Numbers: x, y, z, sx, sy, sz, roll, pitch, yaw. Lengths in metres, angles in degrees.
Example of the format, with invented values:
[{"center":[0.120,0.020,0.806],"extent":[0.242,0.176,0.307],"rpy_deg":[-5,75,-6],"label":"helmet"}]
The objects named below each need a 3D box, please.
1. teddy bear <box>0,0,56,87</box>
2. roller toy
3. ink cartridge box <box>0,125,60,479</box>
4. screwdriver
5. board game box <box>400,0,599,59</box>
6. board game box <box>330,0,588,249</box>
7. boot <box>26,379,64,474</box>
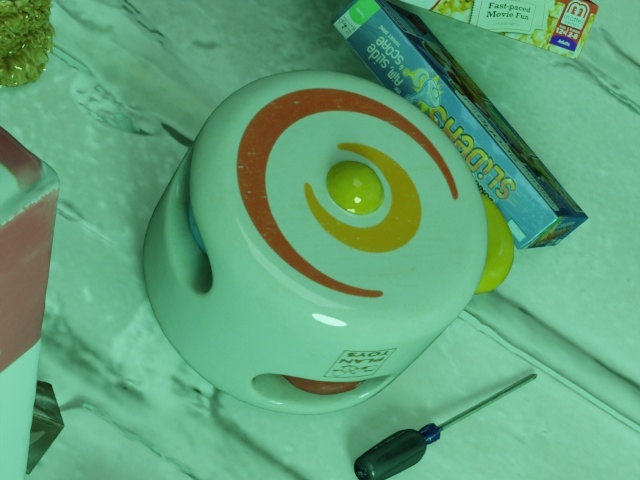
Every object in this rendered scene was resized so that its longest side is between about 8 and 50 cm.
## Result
[{"center":[-0.316,-0.152,0.887],"extent":[0.338,0.113,0.245],"rpy_deg":[5,61,-22],"label":"teddy bear"},{"center":[0.000,0.000,0.916],"extent":[0.209,0.146,0.191],"rpy_deg":[40,53,1],"label":"roller toy"},{"center":[-0.265,0.053,0.587],"extent":[0.279,0.384,0.160],"rpy_deg":[37,54,14],"label":"ink cartridge box"},{"center":[0.084,0.119,0.968],"extent":[0.170,0.025,0.024],"rpy_deg":[-21,70,-42],"label":"screwdriver"},{"center":[0.090,-0.197,1.096],"extent":[0.193,0.045,0.147],"rpy_deg":[16,18,-17],"label":"board game box"},{"center":[0.100,-0.082,1.036],"extent":[0.201,0.035,0.136],"rpy_deg":[52,15,12],"label":"board game box"},{"center":[-0.196,0.071,0.850],"extent":[0.114,0.037,0.106],"rpy_deg":[17,68,-11],"label":"boot"}]
